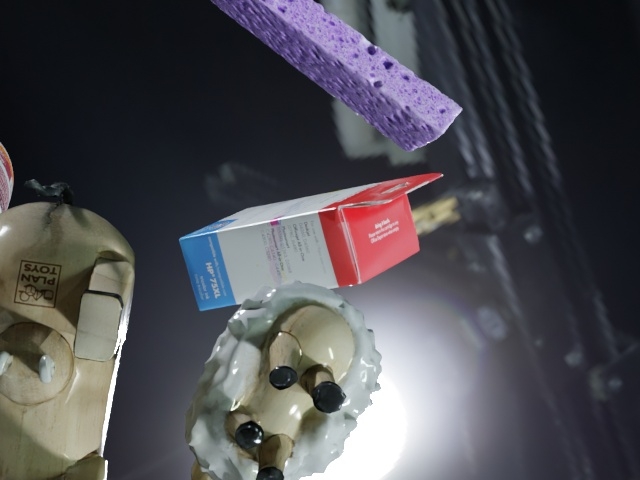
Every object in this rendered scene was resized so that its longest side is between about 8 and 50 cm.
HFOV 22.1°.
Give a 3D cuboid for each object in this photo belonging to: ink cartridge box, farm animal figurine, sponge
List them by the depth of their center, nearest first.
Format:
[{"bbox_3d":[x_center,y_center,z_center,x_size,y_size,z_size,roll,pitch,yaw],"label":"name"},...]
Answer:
[{"bbox_3d":[-0.175,0.118,0.821,0.330,0.326,0.172,24,7,-6],"label":"farm animal figurine"},{"bbox_3d":[0.007,-0.147,1.283,0.210,0.031,0.117,37,-8,-5],"label":"sponge"},{"bbox_3d":[0.000,0.000,1.572,0.231,0.134,0.078,-10,-81,31],"label":"ink cartridge box"}]

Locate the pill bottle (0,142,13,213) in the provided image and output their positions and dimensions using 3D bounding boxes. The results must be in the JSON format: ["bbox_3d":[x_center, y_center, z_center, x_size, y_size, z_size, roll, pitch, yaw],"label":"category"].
[{"bbox_3d":[-0.362,-0.032,1.569,0.221,0.121,0.121,-106,179,-70],"label":"pill bottle"}]
